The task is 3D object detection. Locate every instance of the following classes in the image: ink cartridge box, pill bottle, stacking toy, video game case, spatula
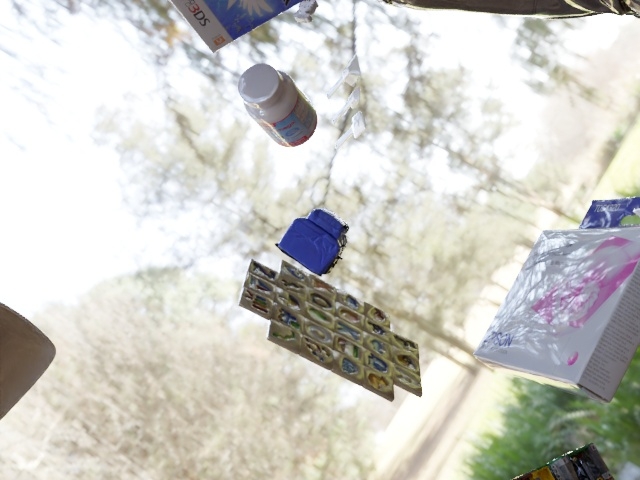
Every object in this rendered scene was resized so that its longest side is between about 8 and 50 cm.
[{"bbox_3d":[0.385,0.058,1.394,0.330,0.071,0.324,-61,12,-8],"label":"ink cartridge box"},{"bbox_3d":[-0.067,-0.209,1.469,0.087,0.087,0.160,-58,-24,-3],"label":"pill bottle"},{"bbox_3d":[-0.125,-0.507,1.883,0.167,0.221,0.052,49,-121,-57],"label":"stacking toy"},{"bbox_3d":[-0.090,-0.397,1.289,0.270,0.061,0.244,-29,-26,7],"label":"video game case"},{"bbox_3d":[0.058,-0.296,2.096,0.019,0.168,0.242,-10,-6,-14],"label":"spatula"}]

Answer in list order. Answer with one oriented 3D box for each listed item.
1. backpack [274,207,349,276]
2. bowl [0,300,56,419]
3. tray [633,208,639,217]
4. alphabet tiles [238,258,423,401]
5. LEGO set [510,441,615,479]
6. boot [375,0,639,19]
[{"bbox_3d":[0.000,0.000,1.557,0.101,0.098,0.120,-50,-7,7],"label":"backpack"},{"bbox_3d":[-0.331,0.114,0.878,0.142,0.053,0.142,-49,-29,-12],"label":"bowl"},{"bbox_3d":[0.494,-0.014,1.112,0.270,0.145,0.030,-175,93,-78],"label":"tray"},{"bbox_3d":[0.022,0.145,1.616,0.011,0.343,0.285,-59,11,21],"label":"alphabet tiles"},{"bbox_3d":[0.235,0.378,1.081,0.255,0.192,0.331,-36,-21,24],"label":"LEGO set"},{"bbox_3d":[0.204,-0.215,0.742,0.338,0.223,0.118,-24,-47,-49],"label":"boot"}]
